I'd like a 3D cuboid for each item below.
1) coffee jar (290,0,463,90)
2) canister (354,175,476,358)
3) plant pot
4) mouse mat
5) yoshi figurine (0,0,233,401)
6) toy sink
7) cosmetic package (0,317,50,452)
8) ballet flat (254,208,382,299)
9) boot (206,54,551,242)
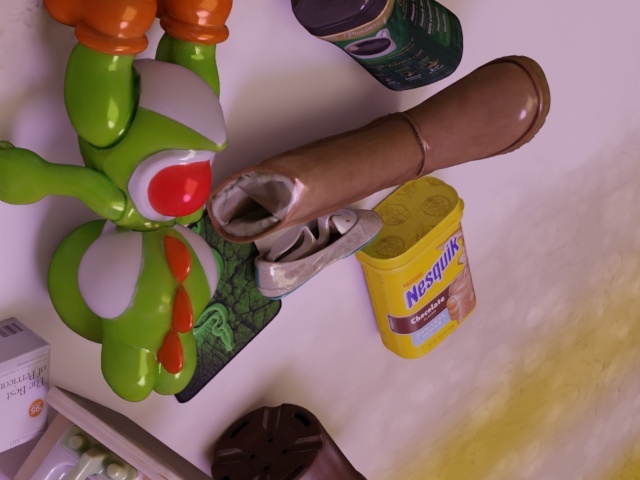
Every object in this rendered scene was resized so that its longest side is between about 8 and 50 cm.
[{"bbox_3d":[0.053,-0.210,1.742,0.184,0.096,0.079,29,54,-53],"label":"coffee jar"},{"bbox_3d":[0.105,0.032,1.985,0.126,0.073,0.170,-41,141,-22],"label":"canister"},{"bbox_3d":[-0.027,0.267,1.936,0.167,0.167,0.165,-44,132,-19],"label":"plant pot"},{"bbox_3d":[-0.112,0.060,1.812,0.152,0.007,0.190,-44,140,-19],"label":"mouse mat"},{"bbox_3d":[-0.172,-0.049,1.580,0.203,0.203,0.362,-74,166,-77],"label":"yoshi figurine"},{"bbox_3d":[-0.187,0.238,1.666,0.131,0.152,0.234,-56,165,-5],"label":"toy sink"},{"bbox_3d":[-0.340,0.153,1.570,0.239,0.060,0.099,-21,131,-40],"label":"cosmetic package"},{"bbox_3d":[0.000,0.000,1.857,0.168,0.057,0.052,-36,125,-34],"label":"ballet flat"},{"bbox_3d":[0.060,-0.081,1.754,0.269,0.089,0.236,-21,173,-43],"label":"boot"}]
